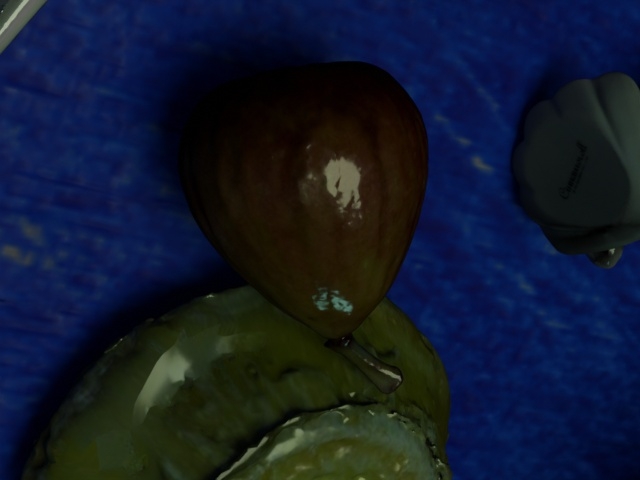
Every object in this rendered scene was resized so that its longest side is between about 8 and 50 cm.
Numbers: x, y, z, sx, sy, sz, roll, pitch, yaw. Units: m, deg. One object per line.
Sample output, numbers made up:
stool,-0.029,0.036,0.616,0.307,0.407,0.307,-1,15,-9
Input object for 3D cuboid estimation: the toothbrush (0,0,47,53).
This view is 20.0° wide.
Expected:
toothbrush,-0.078,-0.101,0.584,0.024,0.026,0.288,40,85,1

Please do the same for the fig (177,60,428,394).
fig,0.000,0.000,0.638,0.089,0.089,0.125,-16,99,-28

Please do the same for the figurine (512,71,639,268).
figurine,0.134,-0.027,0.747,0.086,0.082,0.094,-18,134,-47

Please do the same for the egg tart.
egg tart,-0.021,0.102,0.692,0.197,0.078,0.197,-15,118,-30
